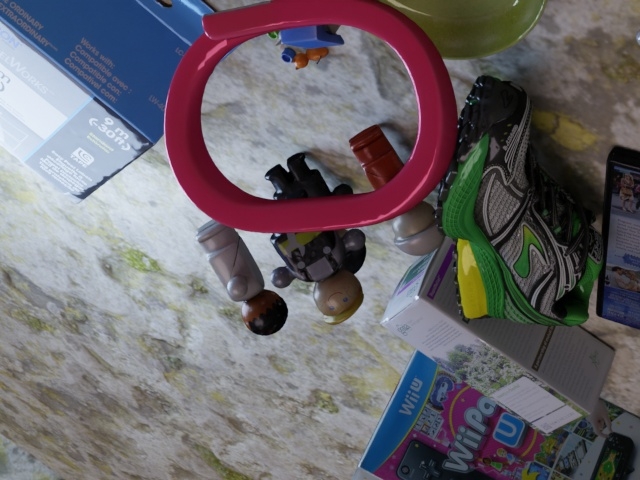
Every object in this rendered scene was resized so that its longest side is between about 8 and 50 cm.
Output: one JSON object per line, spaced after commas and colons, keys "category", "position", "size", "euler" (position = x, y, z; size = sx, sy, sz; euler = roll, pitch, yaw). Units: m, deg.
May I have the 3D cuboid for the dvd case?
{"category": "dvd case", "position": [0.360, 0.021, 1.279], "size": [0.180, 0.022, 0.253], "euler": [18, 146, 21]}

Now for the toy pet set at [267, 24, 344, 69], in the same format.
{"category": "toy pet set", "position": [-0.030, -0.199, 1.248], "size": [0.114, 0.065, 0.122], "euler": [1, 139, 38]}

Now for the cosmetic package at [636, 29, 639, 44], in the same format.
{"category": "cosmetic package", "position": [0.404, -0.153, 0.736], "size": [0.230, 0.161, 0.453], "euler": [43, 162, -6]}

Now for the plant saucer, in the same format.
{"category": "plant saucer", "position": [0.084, -0.253, 1.107], "size": [0.241, 0.037, 0.241], "euler": [22, 148, 15]}

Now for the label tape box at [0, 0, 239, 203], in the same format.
{"category": "label tape box", "position": [-0.268, -0.194, 1.414], "size": [0.240, 0.106, 0.333], "euler": [40, 147, -16]}

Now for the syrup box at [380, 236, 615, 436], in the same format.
{"category": "syrup box", "position": [0.196, 0.107, 1.464], "size": [0.237, 0.096, 0.093], "euler": [35, 146, -7]}

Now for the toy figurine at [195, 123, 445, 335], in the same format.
{"category": "toy figurine", "position": [0.000, 0.000, 1.363], "size": [0.213, 0.209, 0.148], "euler": [-16, 110, 48]}

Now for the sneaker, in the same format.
{"category": "sneaker", "position": [0.199, -0.033, 1.261], "size": [0.146, 0.134, 0.343], "euler": [8, 151, 20]}

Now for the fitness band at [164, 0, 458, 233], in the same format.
{"category": "fitness band", "position": [-0.015, -0.112, 1.182], "size": [0.291, 0.054, 0.209], "euler": [-3, 100, 29]}

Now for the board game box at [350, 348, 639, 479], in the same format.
{"category": "board game box", "position": [0.213, 0.260, 1.543], "size": [0.303, 0.224, 0.097], "euler": [26, 149, 6]}
